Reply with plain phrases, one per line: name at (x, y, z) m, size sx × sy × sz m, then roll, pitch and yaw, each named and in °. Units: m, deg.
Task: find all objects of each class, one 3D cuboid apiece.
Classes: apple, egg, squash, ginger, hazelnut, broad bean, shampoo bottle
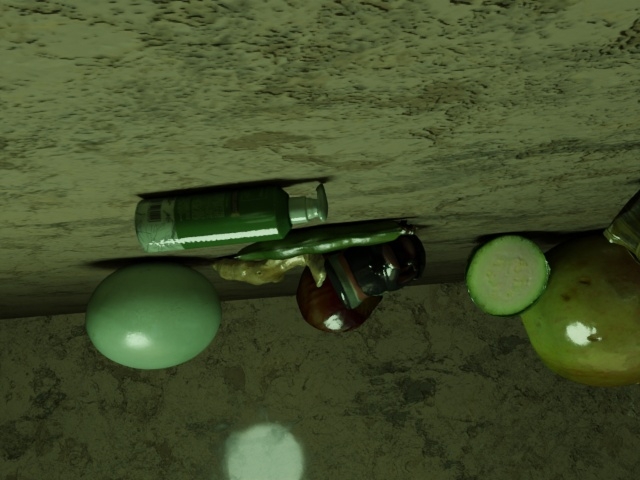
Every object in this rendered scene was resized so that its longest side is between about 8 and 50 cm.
apple at (0.579, 0.153, 1.621) m, size 0.304 × 0.339 × 0.338 m, roll -14°, pitch 171°, yaw 10°
egg at (-0.308, 0.138, 1.442) m, size 0.202 × 0.203 × 0.282 m, roll -10°, pitch 177°, yaw 37°
squash at (0.363, 0.065, 1.540) m, size 0.170 × 0.170 × 0.123 m, roll -5°, pitch -174°, yaw 0°
ginger at (-0.095, 0.053, 1.439) m, size 0.287 × 0.075 × 0.089 m, roll -4°, pitch 152°, yaw 37°
hazelnut at (0.044, 0.102, 1.534) m, size 0.170 × 0.161 × 0.201 m, roll 21°, pitch -171°, yaw 25°
broad bean at (-0.001, 0.000, 1.185) m, size 0.297 × 0.043 × 0.060 m, roll -8°, pitch -178°, yaw 17°
shampoo bottle at (-0.093, -0.027, 0.832) m, size 0.204 × 0.065 × 0.065 m, roll -6°, pitch 173°, yaw 7°

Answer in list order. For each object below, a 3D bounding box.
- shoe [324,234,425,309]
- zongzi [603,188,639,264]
shoe at (0.108, 0.029, 1.291) m, size 0.137 × 0.114 × 0.291 m, roll -30°, pitch 175°, yaw 20°
zongzi at (0.555, 0.037, 1.013) m, size 0.285 × 0.288 × 0.134 m, roll -4°, pitch 131°, yaw -49°
